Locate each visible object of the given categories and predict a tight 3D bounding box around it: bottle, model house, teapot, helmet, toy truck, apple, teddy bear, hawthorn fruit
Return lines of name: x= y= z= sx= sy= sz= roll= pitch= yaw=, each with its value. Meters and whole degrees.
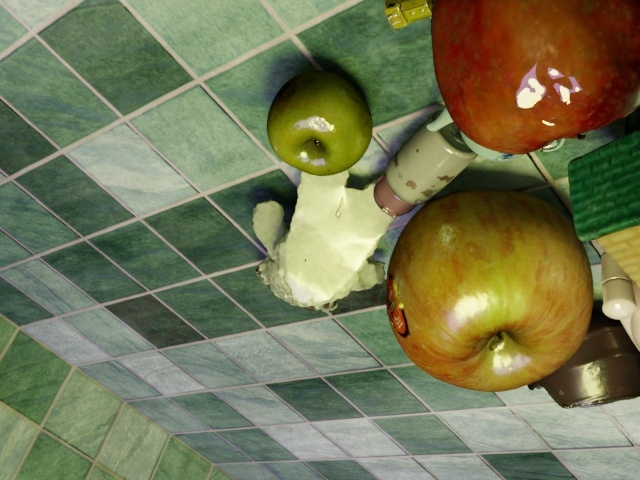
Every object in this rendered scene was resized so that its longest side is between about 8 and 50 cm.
bottle: x=0.185 y=-0.130 z=1.486 sx=0.109 sy=0.110 sz=0.233 roll=30 pitch=138 yaw=-13
model house: x=0.591 y=-0.111 z=1.184 sx=0.342 sy=0.335 sz=0.382 roll=43 pitch=145 yaw=-12
teapot: x=0.301 y=-0.196 z=1.337 sx=0.231 sy=0.159 sz=0.159 roll=10 pitch=145 yaw=-6
helmet: x=0.552 y=0.231 z=1.716 sx=0.224 sy=0.305 sz=0.177 roll=-10 pitch=102 yaw=-12
toy truck: x=0.142 y=-0.367 z=1.261 sx=0.083 sy=0.054 sz=0.049 roll=-7 pitch=137 yaw=35
apple: x=-0.001 y=-0.213 z=1.448 sx=0.196 sy=0.157 sz=0.196 roll=13 pitch=144 yaw=10
teddy bear: x=0.000 y=0.000 z=1.780 sx=0.327 sy=0.376 sz=0.362 roll=23 pitch=-174 yaw=-4
hawthorn fruit: x=0.305 y=-0.282 z=1.117 sx=0.308 sy=0.325 sz=0.308 roll=0 pitch=-179 yaw=0
apple: x=0.311 y=0.082 z=1.523 sx=0.399 sy=0.334 sz=0.400 roll=-3 pitch=138 yaw=-3

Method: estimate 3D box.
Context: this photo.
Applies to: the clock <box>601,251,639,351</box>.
clock: x=0.730 y=0.113 z=1.499 sx=0.325 sy=0.184 sz=0.342 roll=-16 pitch=138 yaw=36
